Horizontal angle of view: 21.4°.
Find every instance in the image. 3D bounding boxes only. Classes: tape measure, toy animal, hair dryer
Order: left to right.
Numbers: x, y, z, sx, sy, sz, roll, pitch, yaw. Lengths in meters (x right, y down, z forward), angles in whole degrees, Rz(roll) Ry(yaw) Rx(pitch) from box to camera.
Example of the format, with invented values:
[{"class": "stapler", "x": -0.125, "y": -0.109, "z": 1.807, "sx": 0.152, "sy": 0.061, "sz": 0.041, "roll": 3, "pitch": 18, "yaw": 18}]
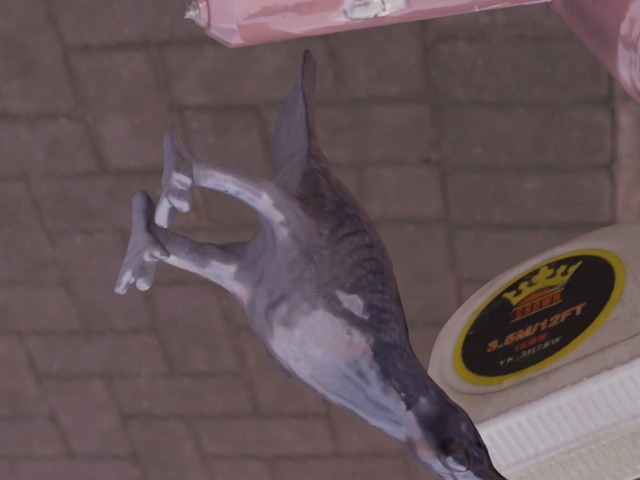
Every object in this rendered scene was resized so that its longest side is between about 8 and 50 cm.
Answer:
[{"class": "toy animal", "x": -0.020, "y": 0.005, "z": 0.933, "sx": 0.206, "sy": 0.367, "sz": 0.081, "roll": 14, "pitch": 126, "yaw": -39}, {"class": "hair dryer", "x": 0.092, "y": -0.152, "z": 1.029, "sx": 0.352, "sy": 0.210, "sz": 0.125, "roll": -12, "pitch": 128, "yaw": -12}, {"class": "tape measure", "x": 0.221, "y": 0.085, "z": 1.272, "sx": 0.271, "sy": 0.231, "sz": 0.133, "roll": -28, "pitch": 112, "yaw": 28}]
